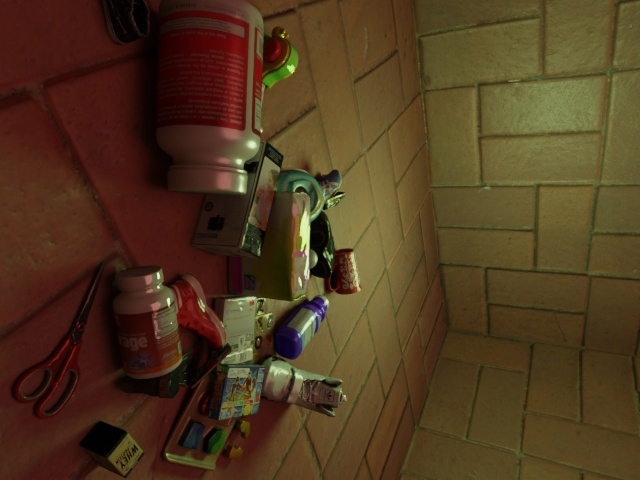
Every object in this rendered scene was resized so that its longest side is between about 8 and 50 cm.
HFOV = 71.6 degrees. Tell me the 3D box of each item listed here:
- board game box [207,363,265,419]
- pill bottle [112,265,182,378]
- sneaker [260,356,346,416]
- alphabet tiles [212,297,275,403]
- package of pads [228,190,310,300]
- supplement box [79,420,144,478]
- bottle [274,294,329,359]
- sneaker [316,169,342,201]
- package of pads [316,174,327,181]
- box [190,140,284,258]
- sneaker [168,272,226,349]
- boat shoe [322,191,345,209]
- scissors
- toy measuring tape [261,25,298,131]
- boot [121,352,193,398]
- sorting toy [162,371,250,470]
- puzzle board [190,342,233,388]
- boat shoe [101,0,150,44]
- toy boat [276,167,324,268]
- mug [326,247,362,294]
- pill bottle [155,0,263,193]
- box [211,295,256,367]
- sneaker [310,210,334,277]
[{"bbox_3d":[-0.223,0.407,1.210,0.201,0.035,0.136,37,59,-63],"label":"board game box"},{"bbox_3d":[-0.366,0.168,0.934,0.121,0.121,0.215,-25,113,-59],"label":"pill bottle"},{"bbox_3d":[-0.051,0.475,1.437,0.366,0.211,0.137,50,50,-57],"label":"sneaker"},{"bbox_3d":[-0.224,0.346,1.334,0.285,0.011,0.341,1,91,-62],"label":"alphabet tiles"},{"bbox_3d":[-0.140,0.012,1.225,0.101,0.230,0.296,-8,99,-62],"label":"package of pads"},{"bbox_3d":[-0.420,0.422,0.897,0.056,0.084,0.083,-54,139,-44],"label":"supplement box"},{"bbox_3d":[-0.055,0.289,1.548,0.283,0.092,0.118,-43,141,-54],"label":"bottle"},{"bbox_3d":[0.001,-0.187,1.591,0.211,0.080,0.081,-51,130,-23],"label":"sneaker"},{"bbox_3d":[0.007,-0.212,1.684,0.083,0.032,0.050,-52,134,-47],"label":"package of pads"},{"bbox_3d":[-0.213,-0.107,1.148,0.087,0.169,0.289,34,64,-55],"label":"box"},{"bbox_3d":[-0.324,0.202,1.080,0.128,0.087,0.221,-41,117,-42],"label":"sneaker"},{"bbox_3d":[0.047,-0.158,1.747,0.152,0.056,0.049,-27,121,-48],"label":"boat shoe"},{"bbox_3d":[-0.468,0.188,0.859,0.109,0.021,0.296,57,43,-44],"label":"scissors"},{"bbox_3d":[-0.133,-0.482,1.313,0.121,0.122,0.329,22,73,-60],"label":"toy measuring tape"},{"bbox_3d":[-0.363,0.303,1.020,0.219,0.106,0.082,94,-3,-86],"label":"boot"},{"bbox_3d":[-0.270,0.503,1.209,0.307,0.041,0.228,52,53,-49],"label":"sorting toy"},{"bbox_3d":[-0.276,0.309,1.111,0.128,0.096,0.011,-43,100,-16],"label":"puzzle board"},{"bbox_3d":[-0.388,-0.487,0.869,0.065,0.083,0.183,-40,127,-54],"label":"boat shoe"},{"bbox_3d":[-0.069,-0.070,1.420,0.268,0.148,0.317,-4,98,-54],"label":"toy boat"},{"bbox_3d":[0.097,0.129,1.807,0.150,0.113,0.169,-30,115,-59],"label":"mug"},{"bbox_3d":[-0.247,-0.310,0.996,0.229,0.229,0.406,-1,93,-62],"label":"pill bottle"},{"bbox_3d":[-0.240,0.250,1.241,0.145,0.038,0.186,6,88,-62],"label":"box"},{"bbox_3d":[0.000,0.000,1.632,0.130,0.109,0.286,-65,158,-49],"label":"sneaker"}]
